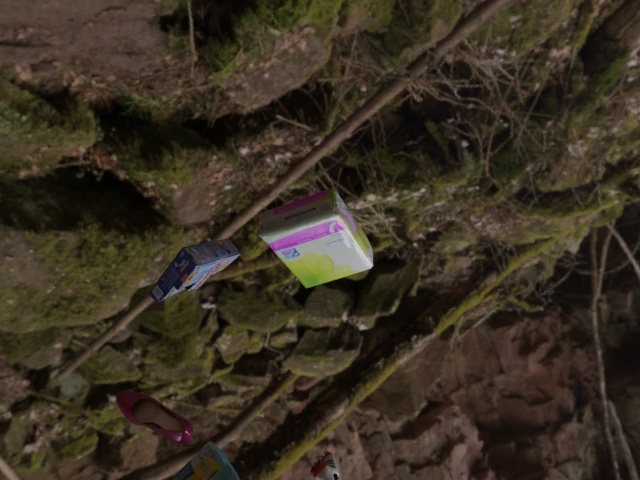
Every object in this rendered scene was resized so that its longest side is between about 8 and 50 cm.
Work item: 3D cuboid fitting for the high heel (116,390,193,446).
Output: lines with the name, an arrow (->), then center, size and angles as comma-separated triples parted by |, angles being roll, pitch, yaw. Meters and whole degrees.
high heel -> -0.433, 0.448, 1.318 | 0.082, 0.244, 0.117 | -48, 163, -33

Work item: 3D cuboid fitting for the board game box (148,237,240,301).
board game box -> -0.301, 0.069, 1.277 | 0.194, 0.060, 0.194 | -46, 169, 34

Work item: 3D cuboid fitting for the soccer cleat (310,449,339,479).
soccer cleat -> 0.009, 0.290, 0.645 | 0.029, 0.035, 0.083 | -44, 166, -5

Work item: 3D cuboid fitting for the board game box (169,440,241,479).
board game box -> -0.291, 0.684, 1.240 | 0.254, 0.079, 0.336 | -43, -152, -16

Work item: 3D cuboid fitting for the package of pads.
package of pads -> 0.000, 0.000, 1.404 | 0.229, 0.101, 0.296 | -18, 141, 16
